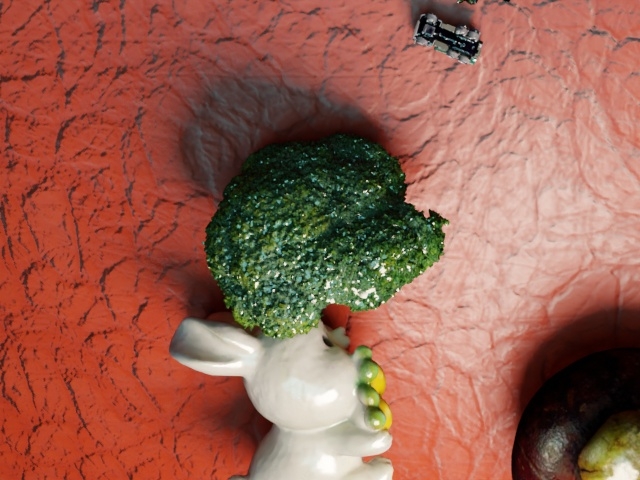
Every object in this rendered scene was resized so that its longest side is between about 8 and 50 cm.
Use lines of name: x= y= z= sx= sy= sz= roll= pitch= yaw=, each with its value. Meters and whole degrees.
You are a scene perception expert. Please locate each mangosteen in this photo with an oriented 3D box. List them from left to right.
mangosteen: x=0.376 y=0.290 z=1.405 sx=0.300 sy=0.300 sz=0.300 roll=2 pitch=113 yaw=4

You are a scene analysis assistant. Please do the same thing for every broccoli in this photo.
broccoli: x=0.000 y=0.000 z=1.357 sx=0.261 sy=0.241 sz=0.269 roll=31 pitch=85 yaw=26

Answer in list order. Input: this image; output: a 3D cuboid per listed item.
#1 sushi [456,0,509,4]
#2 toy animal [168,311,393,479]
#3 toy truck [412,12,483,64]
sushi: x=0.186 y=-0.308 z=1.292 sx=0.083 sy=0.056 sz=0.084 roll=-5 pitch=112 yaw=-1
toy animal: x=-0.033 y=0.206 z=1.457 sx=0.247 sy=0.183 sz=0.310 roll=-12 pitch=111 yaw=10
toy truck: x=0.146 y=-0.230 z=1.333 sx=0.083 sy=0.044 sz=0.039 roll=21 pitch=91 yaw=-4
